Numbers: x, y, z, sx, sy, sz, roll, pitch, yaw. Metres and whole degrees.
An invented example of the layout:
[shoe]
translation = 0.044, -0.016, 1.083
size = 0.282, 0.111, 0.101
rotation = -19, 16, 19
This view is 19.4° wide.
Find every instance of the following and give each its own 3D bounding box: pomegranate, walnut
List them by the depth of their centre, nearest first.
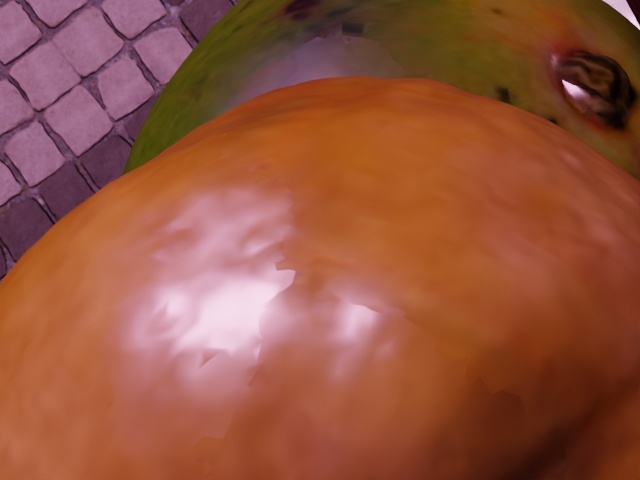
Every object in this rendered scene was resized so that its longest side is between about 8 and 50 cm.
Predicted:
[walnut]
translation = 0.018, 0.057, 0.473
size = 0.209, 0.209, 0.336
rotation = -36, 7, 13
[pomegranate]
translation = 0.000, 0.000, 0.881
size = 0.358, 0.216, 0.310
rotation = -34, 14, 43

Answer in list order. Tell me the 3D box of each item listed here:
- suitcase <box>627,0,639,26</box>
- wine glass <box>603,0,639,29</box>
[suitcase]
translation = 0.168, -0.137, 0.655
size = 0.161, 0.236, 0.297
rotation = -29, 29, 10
[wine glass]
translation = 0.200, -0.105, 0.983
size = 0.143, 0.143, 0.321
rotation = -39, 3, -19
